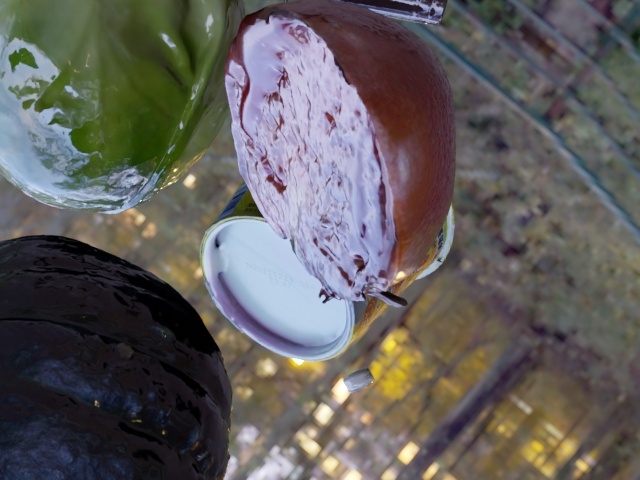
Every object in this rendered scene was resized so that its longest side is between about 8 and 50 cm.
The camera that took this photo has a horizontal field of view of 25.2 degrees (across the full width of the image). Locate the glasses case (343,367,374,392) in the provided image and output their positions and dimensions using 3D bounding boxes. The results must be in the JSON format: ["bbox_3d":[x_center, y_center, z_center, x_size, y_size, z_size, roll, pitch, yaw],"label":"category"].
[{"bbox_3d":[0.041,0.149,1.532,0.083,0.032,0.021,74,171,-84],"label":"glasses case"}]

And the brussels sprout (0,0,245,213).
[{"bbox_3d":[-0.262,-0.214,1.696,0.343,0.360,0.425,-1,162,5],"label":"brussels sprout"}]

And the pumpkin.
[{"bbox_3d":[-0.228,0.176,1.109,0.266,0.363,0.363,30,-177,-22],"label":"pumpkin"}]

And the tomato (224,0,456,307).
[{"bbox_3d":[0.042,-0.102,1.296,0.309,0.170,0.309,43,145,40],"label":"tomato"}]

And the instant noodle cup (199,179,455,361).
[{"bbox_3d":[0.000,0.000,1.649,0.264,0.200,0.264,20,134,22],"label":"instant noodle cup"}]

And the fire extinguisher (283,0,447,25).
[{"bbox_3d":[0.041,-0.306,1.756,0.231,0.099,0.071,8,150,-8],"label":"fire extinguisher"}]
